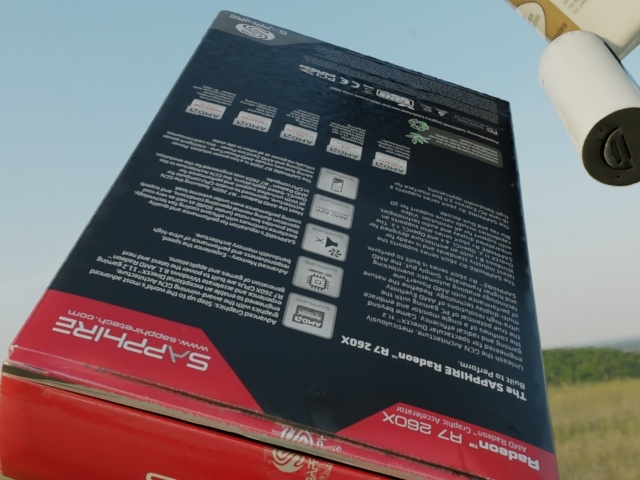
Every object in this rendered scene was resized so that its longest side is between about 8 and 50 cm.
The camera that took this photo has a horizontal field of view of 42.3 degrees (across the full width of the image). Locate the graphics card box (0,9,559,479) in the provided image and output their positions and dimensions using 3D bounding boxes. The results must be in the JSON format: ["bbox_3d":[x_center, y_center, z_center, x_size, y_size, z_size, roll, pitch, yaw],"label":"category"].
[{"bbox_3d":[0.000,0.000,0.485,0.233,0.371,0.094,16,-53,-4],"label":"graphics card box"}]

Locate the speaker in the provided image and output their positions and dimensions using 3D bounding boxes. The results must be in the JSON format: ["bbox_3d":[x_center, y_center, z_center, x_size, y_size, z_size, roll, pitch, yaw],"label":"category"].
[{"bbox_3d":[0.182,-0.090,0.545,0.055,0.055,0.136,-9,32,8],"label":"speaker"}]

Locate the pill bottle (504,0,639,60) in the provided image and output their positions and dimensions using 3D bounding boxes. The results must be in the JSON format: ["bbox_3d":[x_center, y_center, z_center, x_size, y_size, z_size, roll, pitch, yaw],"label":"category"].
[{"bbox_3d":[0.179,-0.247,0.645,0.131,0.229,0.131,-42,-8,-8],"label":"pill bottle"}]
